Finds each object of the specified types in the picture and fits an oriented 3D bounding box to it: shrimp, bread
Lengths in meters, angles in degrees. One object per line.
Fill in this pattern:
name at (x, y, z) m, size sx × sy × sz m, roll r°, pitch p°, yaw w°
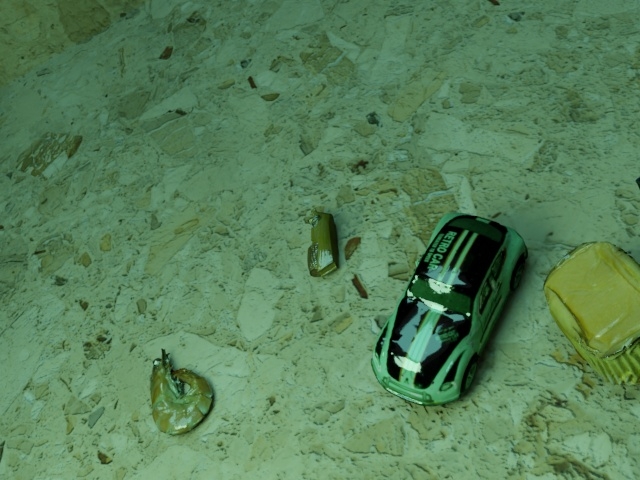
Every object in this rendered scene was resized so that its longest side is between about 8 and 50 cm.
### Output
shrimp at (-0.225, 0.230, 1.490) m, size 0.099 × 0.041 × 0.180 m, roll -30°, pitch 40°, yaw 0°
bread at (0.374, 0.096, 1.208) m, size 0.132 × 0.114 × 0.190 m, roll -36°, pitch 31°, yaw 10°

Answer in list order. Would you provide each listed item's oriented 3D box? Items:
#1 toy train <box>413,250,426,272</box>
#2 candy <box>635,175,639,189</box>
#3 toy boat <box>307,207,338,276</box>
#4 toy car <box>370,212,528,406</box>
toy train at (0.167, 0.051, 1.437) m, size 0.053 × 0.033 × 0.083 m, roll -24°, pitch 40°, yaw 13°
candy at (0.560, -0.033, 1.260) m, size 0.088 × 0.061 × 0.312 m, roll -39°, pitch 40°, yaw -8°
toy boat at (0.000, 0.000, 1.579) m, size 0.048 × 0.047 × 0.149 m, roll -19°, pitch 43°, yaw 15°
toy car at (0.178, 0.076, 1.311) m, size 0.136 × 0.125 × 0.306 m, roll 20°, pitch 58°, yaw 22°
